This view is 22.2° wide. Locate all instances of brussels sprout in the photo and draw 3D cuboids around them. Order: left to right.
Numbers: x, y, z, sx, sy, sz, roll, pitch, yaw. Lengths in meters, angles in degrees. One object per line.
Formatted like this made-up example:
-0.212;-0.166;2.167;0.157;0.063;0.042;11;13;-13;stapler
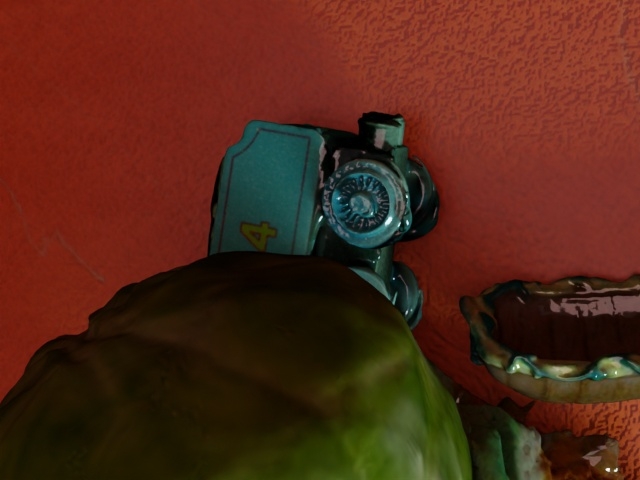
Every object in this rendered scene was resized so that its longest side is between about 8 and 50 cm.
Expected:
-0.059;0.150;1.006;0.289;0.355;0.281;-36;111;-17;brussels sprout

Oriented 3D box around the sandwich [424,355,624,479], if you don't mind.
0.146;0.233;1.115;0.301;0.162;0.250;18;84;5;sandwich

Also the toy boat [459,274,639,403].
0.245;0.051;1.117;0.293;0.108;0.099;-12;120;10;toy boat

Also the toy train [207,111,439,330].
0.000;0.000;1.171;0.154;0.107;0.197;11;97;20;toy train
